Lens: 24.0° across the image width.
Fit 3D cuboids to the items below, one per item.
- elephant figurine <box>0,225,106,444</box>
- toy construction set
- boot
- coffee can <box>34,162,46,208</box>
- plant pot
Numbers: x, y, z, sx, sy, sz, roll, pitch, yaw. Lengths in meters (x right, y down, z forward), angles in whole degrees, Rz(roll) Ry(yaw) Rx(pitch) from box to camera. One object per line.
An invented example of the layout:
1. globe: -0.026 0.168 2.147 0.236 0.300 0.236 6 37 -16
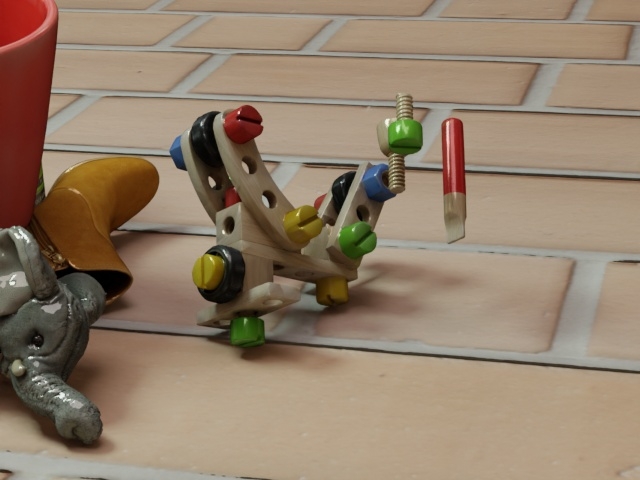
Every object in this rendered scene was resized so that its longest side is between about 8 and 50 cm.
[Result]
1. elephant figurine: -0.280 0.071 1.416 0.239 0.186 0.169 2 16 24
2. toy construction set: 0.000 0.000 1.546 0.309 0.257 0.237 -12 62 21
3. boot: -0.259 0.004 1.686 0.295 0.104 0.211 -23 34 -32
4. coffee can: -0.439 -0.138 1.804 0.201 0.275 0.201 -2 22 1
5. plant pot: -0.407 -0.129 1.578 0.275 0.243 0.275 1 31 -1
